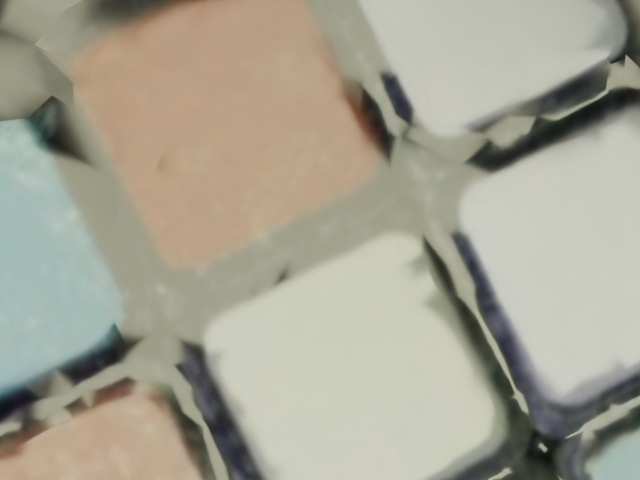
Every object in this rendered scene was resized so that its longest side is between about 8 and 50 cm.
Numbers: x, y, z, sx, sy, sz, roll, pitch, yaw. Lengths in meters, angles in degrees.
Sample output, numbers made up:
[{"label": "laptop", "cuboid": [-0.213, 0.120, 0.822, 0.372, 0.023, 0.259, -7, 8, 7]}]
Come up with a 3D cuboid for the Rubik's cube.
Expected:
[{"label": "Rubik's cube", "cuboid": [0.000, -0.001, 0.446, 0.253, 0.259, 0.256, -26, 90, -9]}]
